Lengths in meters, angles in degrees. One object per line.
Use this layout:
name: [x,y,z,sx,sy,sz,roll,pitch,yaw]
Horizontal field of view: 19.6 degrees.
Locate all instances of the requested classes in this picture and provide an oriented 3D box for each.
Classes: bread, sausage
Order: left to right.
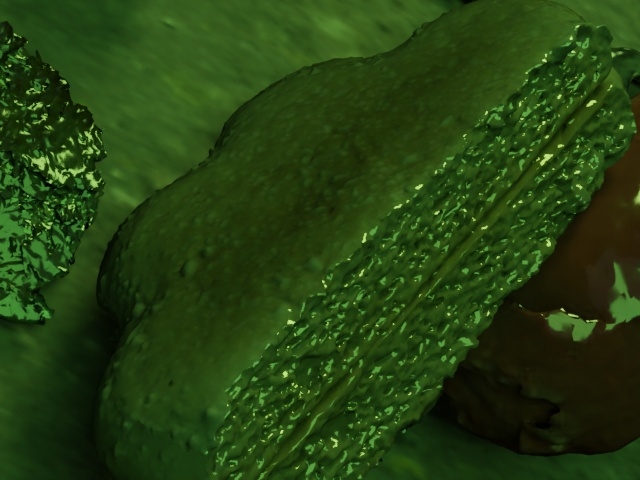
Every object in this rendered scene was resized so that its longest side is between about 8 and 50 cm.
bread: [0.000,-0.003,0.905,0.337,0.183,0.102,-47,134,-25]
sausage: [0.172,0.007,0.999,0.279,0.152,0.152,-36,96,-25]

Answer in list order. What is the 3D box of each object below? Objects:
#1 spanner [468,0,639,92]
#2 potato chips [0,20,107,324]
spanner: [0.095,-0.144,1.066,0.254,0.015,0.054,34,71,-15]
potato chips: [-0.173,-0.059,0.926,0.142,0.026,0.209,-2,81,-27]
